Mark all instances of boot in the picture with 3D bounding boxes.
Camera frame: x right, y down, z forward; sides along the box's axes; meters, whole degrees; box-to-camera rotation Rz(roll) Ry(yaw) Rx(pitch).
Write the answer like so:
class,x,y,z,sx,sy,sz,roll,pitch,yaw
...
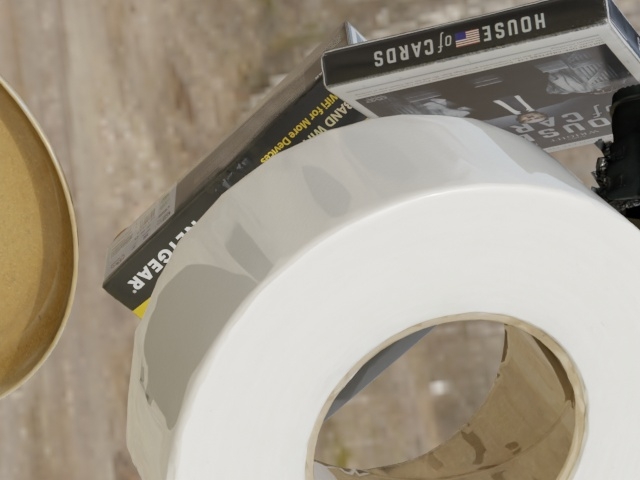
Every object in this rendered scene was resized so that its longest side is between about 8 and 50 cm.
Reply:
class,x,y,z,sx,sy,sz,roll,pitch,yaw
boot,0.222,-0.055,1.056,0.045,0.121,0.099,52,38,-41

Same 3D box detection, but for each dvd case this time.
class,x,y,z,sx,sy,sz,roll,pitch,yaw
dvd case,0.127,-0.097,1.132,0.239,0.179,0.029,26,55,-64

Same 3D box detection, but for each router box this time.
class,x,y,z,sx,sy,sz,roll,pitch,yaw
router box,0.000,0.000,1.534,0.243,0.309,0.081,40,19,-20

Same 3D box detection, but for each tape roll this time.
class,x,y,z,sx,sy,sz,roll,pitch,yaw
tape roll,0.048,0.083,0.896,0.100,0.286,0.286,-127,-155,-59

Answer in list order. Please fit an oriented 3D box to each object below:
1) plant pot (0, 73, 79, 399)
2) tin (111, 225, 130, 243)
class,x,y,z,sx,sy,sz,roll,pitch,yaw
plant pot,-0.232,-0.017,0.929,0.032,0.236,0.236,-52,138,-61
tin,-0.135,0.012,1.816,0.106,0.190,0.040,64,26,-3
